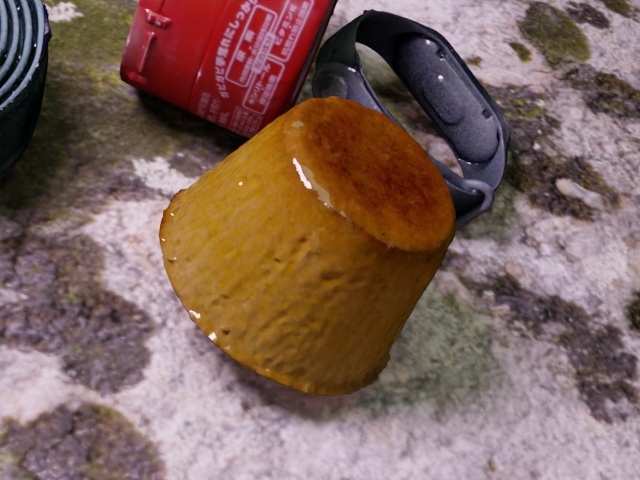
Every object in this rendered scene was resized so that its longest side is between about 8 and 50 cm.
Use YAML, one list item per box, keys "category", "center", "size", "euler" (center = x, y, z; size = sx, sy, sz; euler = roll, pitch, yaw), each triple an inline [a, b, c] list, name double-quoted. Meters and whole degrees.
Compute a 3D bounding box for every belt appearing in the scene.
- category: "belt"
  center: [-0.317, -0.145, 0.991]
  size: [0.206, 0.116, 0.267]
  euler: [11, 48, -11]

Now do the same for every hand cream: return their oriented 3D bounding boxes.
- category: "hand cream"
  center: [-0.063, -0.206, 1.085]
  size: [0.149, 0.230, 0.230]
  euler: [25, 45, -1]

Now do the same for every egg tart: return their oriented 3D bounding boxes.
- category: "egg tart"
  center: [0.000, 0.000, 0.964]
  size: [0.215, 0.171, 0.215]
  euler: [26, 39, -23]

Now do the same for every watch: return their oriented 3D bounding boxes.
- category: "watch"
  center: [0.086, -0.110, 1.138]
  size: [0.206, 0.068, 0.193]
  euler: [57, 36, 1]
